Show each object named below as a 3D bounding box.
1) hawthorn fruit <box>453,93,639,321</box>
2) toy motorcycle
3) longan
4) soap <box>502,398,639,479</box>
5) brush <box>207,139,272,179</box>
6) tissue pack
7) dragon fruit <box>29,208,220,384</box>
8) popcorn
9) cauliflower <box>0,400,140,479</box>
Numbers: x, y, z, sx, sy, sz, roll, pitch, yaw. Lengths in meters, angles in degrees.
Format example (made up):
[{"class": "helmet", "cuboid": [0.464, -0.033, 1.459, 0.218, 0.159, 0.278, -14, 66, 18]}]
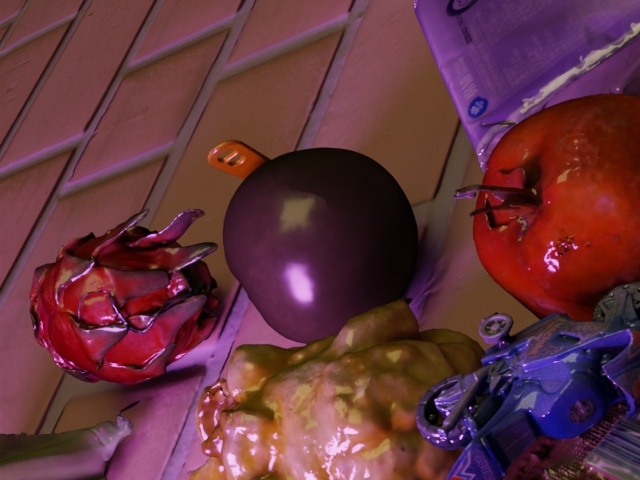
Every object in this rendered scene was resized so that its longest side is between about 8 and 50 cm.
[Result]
[{"class": "hawthorn fruit", "cuboid": [0.213, -0.023, 1.101, 0.211, 0.299, 0.211, -14, 71, 45]}, {"class": "toy motorcycle", "cuboid": [0.164, 0.100, 0.987, 0.205, 0.076, 0.114, -30, 30, 2]}, {"class": "longan", "cuboid": [0.000, 0.000, 1.422, 0.196, 0.196, 0.220, -45, 35, 0]}, {"class": "soap", "cuboid": [0.199, 0.188, 0.984, 0.273, 0.098, 0.218, -43, 29, -21]}, {"class": "brush", "cuboid": [-0.041, -0.064, 1.513, 0.103, 0.272, 0.013, -35, 64, 17]}, {"class": "tissue pack", "cuboid": [0.248, -0.189, 1.380, 0.242, 0.160, 0.338, -37, 32, 17]}, {"class": "dragon fruit", "cuboid": [-0.216, 0.068, 1.609, 0.274, 0.192, 0.193, -17, 45, 35]}, {"class": "popcorn", "cuboid": [0.021, 0.171, 1.157, 0.286, 0.252, 0.215, -47, 60, 56]}, {"class": "cauliflower", "cuboid": [-0.331, 0.268, 1.540, 0.315, 0.239, 0.256, -20, 34, -27]}]
